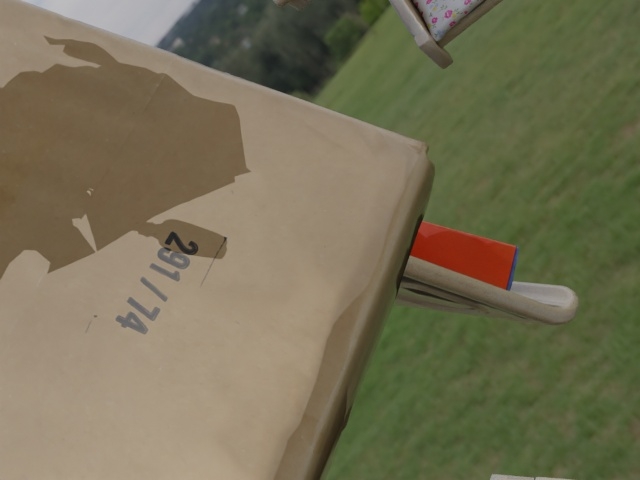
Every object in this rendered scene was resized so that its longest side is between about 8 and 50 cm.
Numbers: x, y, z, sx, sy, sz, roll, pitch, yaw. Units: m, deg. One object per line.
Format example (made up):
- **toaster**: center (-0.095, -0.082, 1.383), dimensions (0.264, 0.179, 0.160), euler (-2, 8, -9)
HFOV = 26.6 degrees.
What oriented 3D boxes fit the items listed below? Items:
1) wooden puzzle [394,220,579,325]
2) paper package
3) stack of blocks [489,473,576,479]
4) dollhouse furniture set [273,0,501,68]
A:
- **wooden puzzle**: center (0.000, 0.000, 1.168), dimensions (0.322, 0.348, 0.080), euler (5, 83, 53)
- **paper package**: center (-0.134, 0.059, 0.743), dimensions (0.168, 0.309, 0.325), euler (103, -172, -62)
- **stack of blocks**: center (0.307, 0.323, 1.285), dimensions (0.087, 0.297, 0.171), euler (-65, -29, -53)
- **dollhouse furniture set**: center (0.052, -0.265, 1.075), dimensions (0.303, 0.174, 0.355), euler (-38, 51, 17)
